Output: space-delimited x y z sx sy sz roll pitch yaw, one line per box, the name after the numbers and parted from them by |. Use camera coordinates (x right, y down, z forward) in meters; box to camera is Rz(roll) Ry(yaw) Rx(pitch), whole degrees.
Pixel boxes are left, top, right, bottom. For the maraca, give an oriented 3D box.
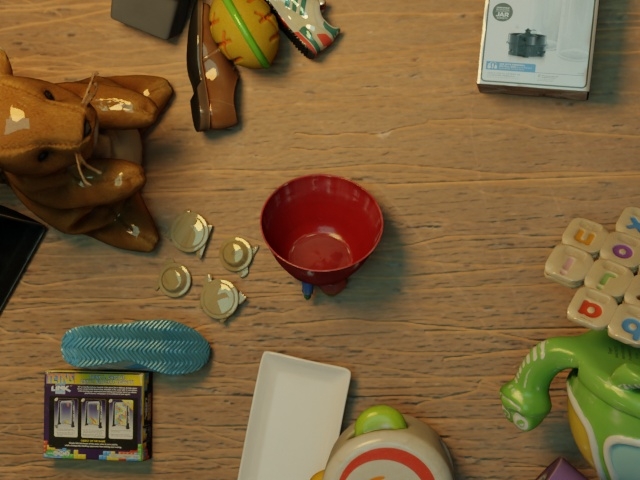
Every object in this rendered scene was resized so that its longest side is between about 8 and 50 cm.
-0.126 -0.342 1.770 0.099 0.127 0.185 -29 75 1 | maraca

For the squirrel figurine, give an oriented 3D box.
-0.441 -0.154 1.705 0.397 0.370 0.281 13 91 12 | squirrel figurine

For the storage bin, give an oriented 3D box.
-0.266 -0.382 1.825 0.135 0.098 0.091 24 121 11 | storage bin

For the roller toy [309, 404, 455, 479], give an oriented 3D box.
0.099 0.356 1.690 0.191 0.146 0.209 35 98 1 | roller toy

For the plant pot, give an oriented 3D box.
-0.589 0.006 1.839 0.167 0.187 0.188 31 95 24 | plant pot

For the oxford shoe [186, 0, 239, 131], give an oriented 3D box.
-0.169 -0.275 1.816 0.076 0.076 0.212 -5 84 -18 | oxford shoe

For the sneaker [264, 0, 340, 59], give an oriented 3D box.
-0.034 -0.360 1.793 0.075 0.057 0.161 -37 80 -8 | sneaker

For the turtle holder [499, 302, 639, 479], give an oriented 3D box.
0.431 0.233 1.568 0.320 0.243 0.227 -3 118 -16 | turtle holder

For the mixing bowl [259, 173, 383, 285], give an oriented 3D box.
0.000 0.000 1.729 0.181 0.098 0.181 1 53 -1 | mixing bowl

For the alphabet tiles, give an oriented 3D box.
0.458 0.058 1.582 0.284 0.278 0.021 23 133 17 | alphabet tiles

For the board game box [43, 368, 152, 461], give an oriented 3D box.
-0.354 0.277 1.839 0.170 0.048 0.141 1 86 12 | board game box

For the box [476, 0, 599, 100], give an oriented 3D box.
0.324 -0.359 1.692 0.169 0.087 0.290 7 90 12 | box

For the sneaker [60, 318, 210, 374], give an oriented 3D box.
-0.287 0.163 1.813 0.229 0.092 0.087 5 87 -7 | sneaker

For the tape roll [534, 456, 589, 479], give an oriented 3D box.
0.308 0.400 1.622 0.080 0.189 0.189 40 96 11 | tape roll

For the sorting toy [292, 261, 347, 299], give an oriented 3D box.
-0.010 0.062 1.776 0.102 0.061 0.042 22 136 19 | sorting toy

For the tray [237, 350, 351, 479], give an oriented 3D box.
-0.043 0.315 1.781 0.145 0.030 0.270 11 91 13 | tray

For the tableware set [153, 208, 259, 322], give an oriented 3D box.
-0.182 0.040 1.824 0.169 0.020 0.141 25 92 13 | tableware set
